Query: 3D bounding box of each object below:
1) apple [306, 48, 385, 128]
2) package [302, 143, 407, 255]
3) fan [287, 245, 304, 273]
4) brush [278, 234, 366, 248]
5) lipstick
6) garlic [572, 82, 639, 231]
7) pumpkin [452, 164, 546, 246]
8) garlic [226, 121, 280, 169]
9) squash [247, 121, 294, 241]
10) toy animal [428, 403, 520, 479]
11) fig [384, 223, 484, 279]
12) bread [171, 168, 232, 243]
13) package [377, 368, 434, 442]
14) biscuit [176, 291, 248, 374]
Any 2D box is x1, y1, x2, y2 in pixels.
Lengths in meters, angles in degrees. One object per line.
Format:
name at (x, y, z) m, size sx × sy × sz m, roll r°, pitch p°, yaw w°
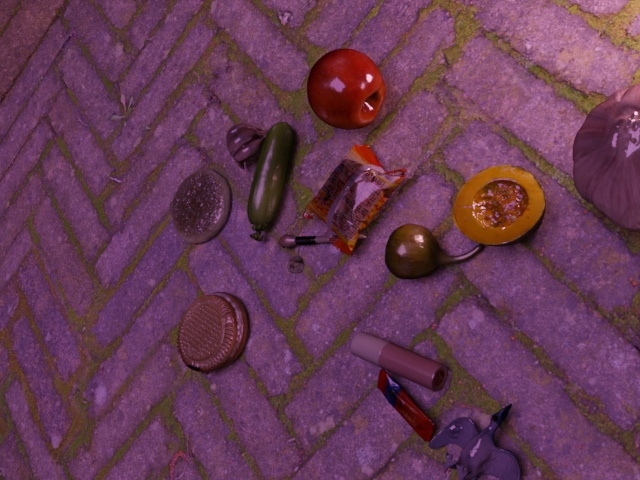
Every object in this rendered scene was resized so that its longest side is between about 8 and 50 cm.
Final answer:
apple at (0.072, -0.422, 2.001) m, size 0.201 × 0.218 × 0.218 m, roll 32°, pitch 98°, yaw 29°
package at (0.084, -0.128, 1.977) m, size 0.288 × 0.108 × 0.223 m, roll -52°, pitch 50°, yaw 6°
fan at (-0.076, 0.062, 2.117) m, size 0.060 × 0.003 × 0.080 m, roll -25°, pitch 65°, yaw 28°
brush at (0.000, 0.000, 2.057) m, size 0.299 × 0.042 × 0.039 m, roll -1°, pitch 105°, yaw 34°
lipstick at (0.195, 0.303, 1.811) m, size 0.254 × 0.070 × 0.070 m, roll 19°, pitch 89°, yaw 38°
garlic at (0.662, -0.180, 1.477) m, size 0.318 × 0.259 × 0.317 m, roll -7°, pitch 76°, yaw 31°
pumpkin at (0.442, -0.068, 1.715) m, size 0.217 × 0.110 × 0.217 m, roll -18°, pitch 56°, yaw 28°
garlic at (-0.207, -0.315, 2.251) m, size 0.194 × 0.127 × 0.131 m, roll -25°, pitch 59°, yaw 7°
squash at (-0.157, -0.184, 2.184) m, size 0.101 × 0.101 × 0.378 m, roll 12°, pitch 86°, yaw 38°
toy animal at (0.368, 0.493, 1.633) m, size 0.239 × 0.176 × 0.255 m, roll 41°, pitch 137°, yaw 39°
fig at (0.287, 0.033, 1.806) m, size 0.245 × 0.149 × 0.149 m, roll 5°, pitch 81°, yaw 18°
bread at (-0.403, -0.116, 2.383) m, size 0.267 × 0.040 × 0.266 m, roll -10°, pitch 72°, yaw 34°
package at (0.209, 0.410, 1.781) m, size 0.200 × 0.022 × 0.083 m, roll 44°, pitch 142°, yaw 35°
biscuit at (-0.335, 0.282, 2.202) m, size 0.259 × 0.079 × 0.259 m, roll -10°, pitch 73°, yaw 34°
